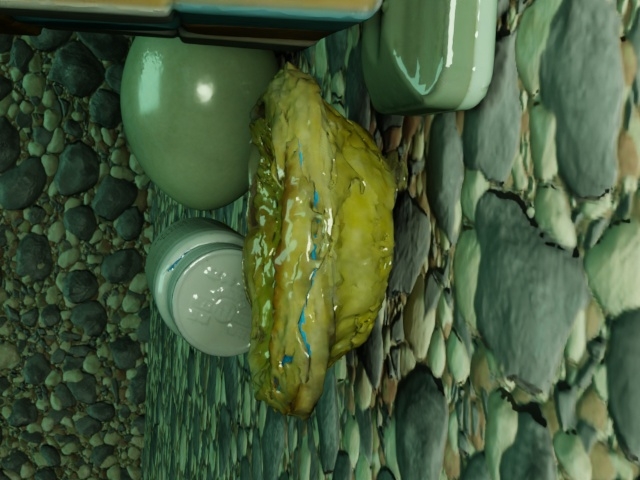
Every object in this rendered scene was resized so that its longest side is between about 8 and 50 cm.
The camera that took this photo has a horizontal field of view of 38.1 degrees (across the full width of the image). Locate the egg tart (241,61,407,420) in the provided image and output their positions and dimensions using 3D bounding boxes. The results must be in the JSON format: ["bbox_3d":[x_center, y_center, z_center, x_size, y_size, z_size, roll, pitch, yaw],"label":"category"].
[{"bbox_3d":[0.000,0.000,0.721,0.291,0.107,0.290,180,90,-80],"label":"egg tart"}]

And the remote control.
[{"bbox_3d":[0.066,-0.247,0.567,0.128,0.065,0.335,-165,77,-72],"label":"remote control"}]

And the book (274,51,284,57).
[{"bbox_3d":[-0.042,-0.295,1.055,0.228,0.024,0.160,-174,83,-74],"label":"book"}]

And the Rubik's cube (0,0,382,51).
[{"bbox_3d":[-0.143,-0.310,0.600,0.346,0.344,0.347,-131,45,-77],"label":"Rubik's cube"}]

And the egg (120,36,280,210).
[{"bbox_3d":[-0.135,-0.155,1.064,0.186,0.186,0.253,-125,36,-66],"label":"egg"}]

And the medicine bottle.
[{"bbox_3d":[-0.134,0.052,1.123,0.258,0.143,0.143,-150,63,-74],"label":"medicine bottle"}]
